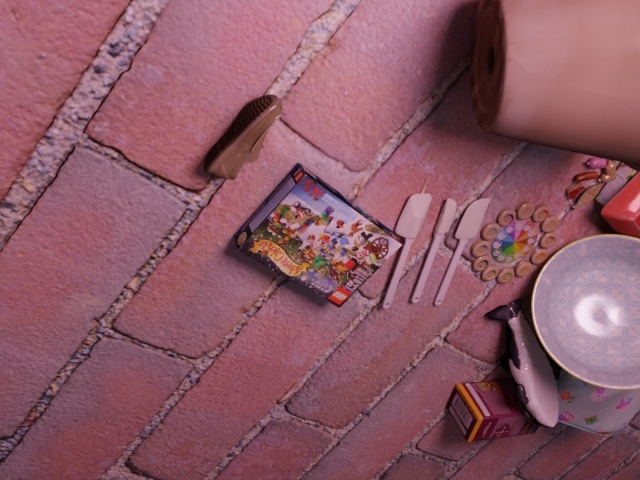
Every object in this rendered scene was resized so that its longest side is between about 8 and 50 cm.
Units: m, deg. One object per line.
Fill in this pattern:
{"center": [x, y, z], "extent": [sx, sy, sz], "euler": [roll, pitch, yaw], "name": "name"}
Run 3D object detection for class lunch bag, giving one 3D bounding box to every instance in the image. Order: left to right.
{"center": [0.621, 0.292, 1.350], "extent": [0.223, 0.108, 0.279], "euler": [19, 114, -4], "name": "lunch bag"}

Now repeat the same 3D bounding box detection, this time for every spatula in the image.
{"center": [0.196, 0.024, 1.087], "extent": [0.168, 0.019, 0.242], "euler": [-1, 125, -26], "name": "spatula"}

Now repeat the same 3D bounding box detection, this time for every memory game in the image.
{"center": [0.370, 0.007, 1.141], "extent": [0.186, 0.012, 0.186], "euler": [-10, 126, -14], "name": "memory game"}

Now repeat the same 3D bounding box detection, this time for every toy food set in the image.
{"center": [0.496, -0.116, 1.100], "extent": [0.078, 0.019, 0.122], "euler": [30, 117, -34], "name": "toy food set"}

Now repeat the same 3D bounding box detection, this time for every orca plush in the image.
{"center": [0.411, 0.264, 1.281], "extent": [0.151, 0.102, 0.287], "euler": [-46, 111, -33], "name": "orca plush"}

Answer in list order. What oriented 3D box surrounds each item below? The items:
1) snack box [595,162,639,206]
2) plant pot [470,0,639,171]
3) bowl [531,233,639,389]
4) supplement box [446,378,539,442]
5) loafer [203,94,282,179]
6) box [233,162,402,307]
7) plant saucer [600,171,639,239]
{"center": [0.602, -0.095, 1.140], "extent": [0.141, 0.037, 0.100], "euler": [12, 119, -29], "name": "snack box"}
{"center": [0.359, -0.246, 0.805], "extent": [0.280, 0.323, 0.323], "euler": [-2, 126, 2], "name": "plant pot"}
{"center": [0.566, 0.143, 1.181], "extent": [0.289, 0.289, 0.156], "euler": [-39, 158, 9], "name": "bowl"}
{"center": [0.395, 0.378, 1.352], "extent": [0.188, 0.104, 0.081], "euler": [1, 124, -21], "name": "supplement box"}
{"center": [-0.101, -0.141, 0.836], "extent": [0.148, 0.056, 0.050], "euler": [-40, 129, 22], "name": "loafer"}
{"center": [0.000, 0.000, 0.976], "extent": [0.233, 0.044, 0.159], "euler": [32, 108, -35], "name": "box"}
{"center": [0.678, -0.083, 1.127], "extent": [0.258, 0.048, 0.259], "euler": [30, 108, -40], "name": "plant saucer"}
